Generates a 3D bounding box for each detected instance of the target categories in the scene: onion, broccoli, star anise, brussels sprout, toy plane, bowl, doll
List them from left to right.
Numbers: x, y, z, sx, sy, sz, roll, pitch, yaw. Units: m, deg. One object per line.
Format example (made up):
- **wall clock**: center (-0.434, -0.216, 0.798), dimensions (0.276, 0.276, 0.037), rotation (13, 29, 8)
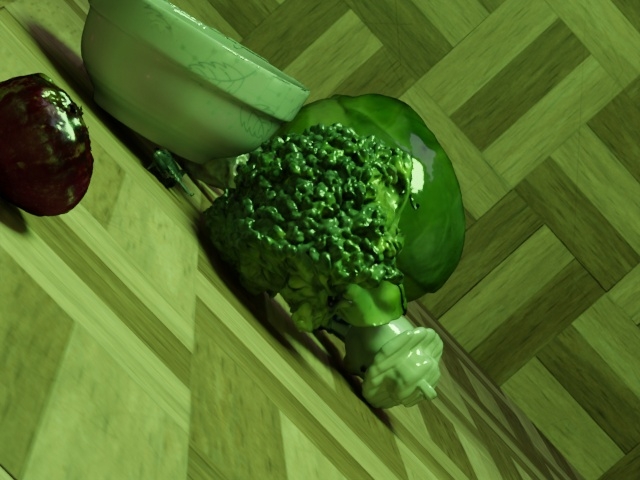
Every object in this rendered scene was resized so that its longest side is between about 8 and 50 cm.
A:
- **onion**: center (-0.210, -0.067, 1.222), dimensions (0.107, 0.097, 0.107), rotation (49, -27, 36)
- **toy plane**: center (-0.177, -0.083, 1.962), dimensions (0.078, 0.031, 0.083), rotation (50, 5, 25)
- **bowl**: center (-0.167, -0.190, 2.012), dimensions (0.287, 0.143, 0.287), rotation (31, 8, -4)
- **star anise**: center (-0.162, -0.155, 2.228), dimensions (0.257, 0.110, 0.198), rotation (41, 6, -6)
- **broccoli**: center (0.000, 0.000, 1.898), dimensions (0.288, 0.248, 0.245), rotation (-58, 135, -54)
- **doll**: center (0.048, 0.101, 2.045), dimensions (0.293, 0.119, 0.138), rotation (46, -23, 37)
- **brussels sprout**: center (0.061, -0.081, 2.591), dimensions (0.371, 0.276, 0.315), rotation (50, 2, 35)
